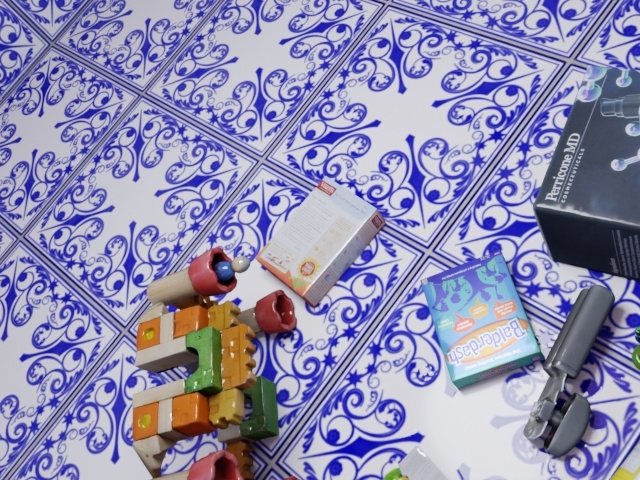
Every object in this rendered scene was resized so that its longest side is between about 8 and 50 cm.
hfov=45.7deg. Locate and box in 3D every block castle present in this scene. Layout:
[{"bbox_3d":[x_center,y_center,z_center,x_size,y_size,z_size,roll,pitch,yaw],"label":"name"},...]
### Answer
[{"bbox_3d":[-0.147,0.261,1.340,0.213,0.303,0.453,-20,55,22],"label":"block castle"}]

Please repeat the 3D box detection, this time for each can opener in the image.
[{"bbox_3d":[0.420,0.213,1.245,0.095,0.076,0.283,31,77,3],"label":"can opener"}]

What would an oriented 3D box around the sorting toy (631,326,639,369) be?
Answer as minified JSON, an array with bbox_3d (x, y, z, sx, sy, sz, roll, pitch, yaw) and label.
[{"bbox_3d":[0.535,0.159,1.221,0.061,0.042,0.102,27,77,35],"label":"sorting toy"}]

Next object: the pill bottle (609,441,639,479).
[{"bbox_3d":[0.489,0.348,1.098,0.184,0.103,0.103,-49,53,-6],"label":"pill bottle"}]

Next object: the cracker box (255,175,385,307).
[{"bbox_3d":[0.000,0.000,1.560,0.156,0.067,0.232,37,83,36],"label":"cracker box"}]

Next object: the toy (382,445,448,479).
[{"bbox_3d":[0.186,0.461,1.213,0.137,0.056,0.237,-46,48,0],"label":"toy"}]

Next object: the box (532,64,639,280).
[{"bbox_3d":[0.595,-0.090,1.230,0.396,0.212,0.293,14,70,32],"label":"box"}]

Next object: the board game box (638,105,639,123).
[{"bbox_3d":[0.489,-0.182,1.105,0.026,0.154,0.103,6,66,29],"label":"board game box"}]

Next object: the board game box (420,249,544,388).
[{"bbox_3d":[0.283,0.138,1.354,0.160,0.047,0.210,-23,56,13],"label":"board game box"}]
